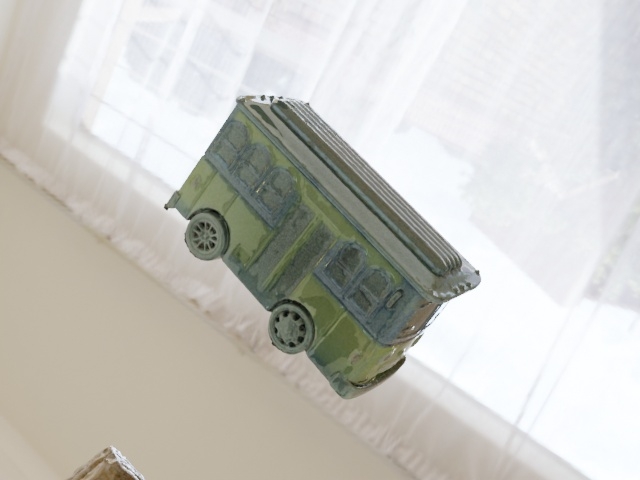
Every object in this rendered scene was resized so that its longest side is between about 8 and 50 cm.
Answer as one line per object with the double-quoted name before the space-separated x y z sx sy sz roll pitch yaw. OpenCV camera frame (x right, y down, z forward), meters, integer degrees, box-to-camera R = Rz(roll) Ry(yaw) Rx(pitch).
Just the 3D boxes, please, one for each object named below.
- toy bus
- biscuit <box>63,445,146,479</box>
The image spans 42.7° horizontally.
"toy bus" 0.000 0.000 0.906 0.312 0.190 0.152 47 -155 17
"biscuit" -0.189 0.445 1.031 0.426 0.144 0.078 57 165 -23
